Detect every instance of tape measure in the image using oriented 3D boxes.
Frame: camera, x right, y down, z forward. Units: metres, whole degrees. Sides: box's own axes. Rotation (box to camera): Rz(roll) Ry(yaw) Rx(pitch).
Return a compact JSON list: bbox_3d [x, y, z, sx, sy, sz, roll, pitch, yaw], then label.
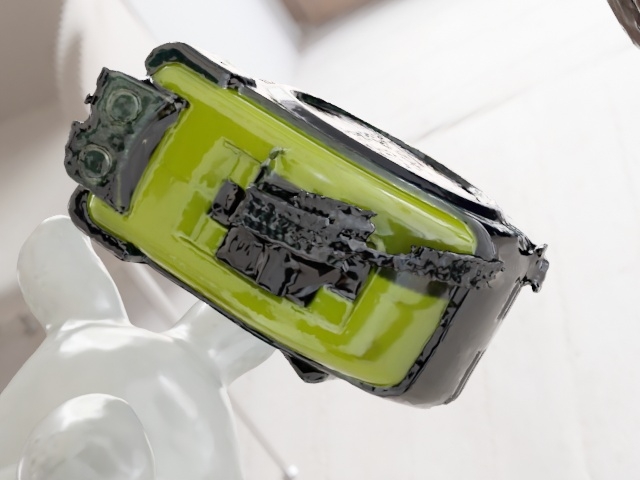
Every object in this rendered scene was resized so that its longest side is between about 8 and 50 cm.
[{"bbox_3d":[0.000,0.000,0.801,0.186,0.199,0.112,30,100,21],"label":"tape measure"}]

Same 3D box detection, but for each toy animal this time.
[{"bbox_3d":[-0.131,0.131,1.117,0.196,0.241,0.368,15,35,-3],"label":"toy animal"}]

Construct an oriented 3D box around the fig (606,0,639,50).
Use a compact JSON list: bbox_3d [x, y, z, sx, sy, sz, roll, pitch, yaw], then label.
[{"bbox_3d":[0.249,-0.200,0.990,0.263,0.224,0.224,-11,22,-33],"label":"fig"}]
